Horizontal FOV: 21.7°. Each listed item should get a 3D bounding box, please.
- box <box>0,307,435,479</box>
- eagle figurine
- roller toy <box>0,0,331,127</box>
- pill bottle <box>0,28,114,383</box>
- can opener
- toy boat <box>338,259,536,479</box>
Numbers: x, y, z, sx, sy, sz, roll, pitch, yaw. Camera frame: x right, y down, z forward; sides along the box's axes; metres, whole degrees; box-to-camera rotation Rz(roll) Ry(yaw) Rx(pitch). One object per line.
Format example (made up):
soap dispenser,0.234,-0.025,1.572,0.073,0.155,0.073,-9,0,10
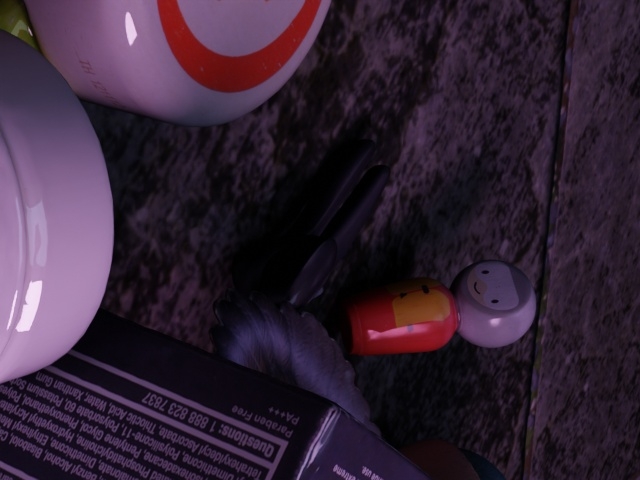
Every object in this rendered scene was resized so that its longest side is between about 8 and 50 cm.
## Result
box,-0.134,0.193,0.846,0.294,0.296,0.183,-63,146,-12
eagle figurine,-0.009,0.204,1.039,0.226,0.298,0.225,-32,156,-50
roller toy,-0.083,-0.164,0.884,0.191,0.146,0.209,-8,111,-54
pill bottle,-0.266,0.011,0.653,0.361,0.204,0.204,-17,118,-52
can opener,0.000,0.000,1.164,0.186,0.073,0.059,-53,135,-41
toy boat,0.107,0.178,1.258,0.148,0.267,0.318,-8,93,-13
